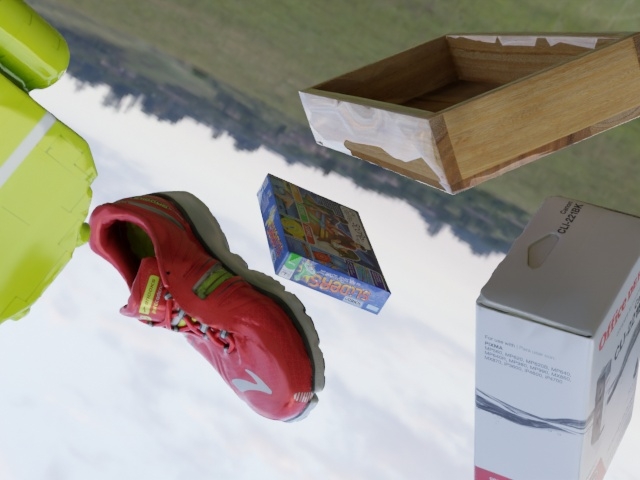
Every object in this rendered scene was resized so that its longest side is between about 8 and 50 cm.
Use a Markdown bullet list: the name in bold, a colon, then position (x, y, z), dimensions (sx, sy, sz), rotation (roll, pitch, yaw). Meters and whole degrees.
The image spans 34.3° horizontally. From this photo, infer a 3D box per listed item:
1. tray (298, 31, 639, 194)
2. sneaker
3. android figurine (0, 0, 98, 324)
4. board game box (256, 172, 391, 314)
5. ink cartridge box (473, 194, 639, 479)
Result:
- **tray**: position (0.132, -0.141, 1.033), dimensions (0.411, 0.202, 0.076), rotation (-146, 35, -71)
- **sneaker**: position (-0.110, 0.060, 0.889), dimensions (0.118, 0.107, 0.279), rotation (-5, -141, -48)
- **android figurine**: position (-0.240, -0.037, 0.591), dimensions (0.056, 0.248, 0.273), rotation (34, 176, 41)
- **board game box**: position (0.000, 0.000, 1.233), dimensions (0.136, 0.035, 0.201), rotation (23, -157, -20)
- **ink cartridge box**: position (0.240, 0.123, 1.026), dimensions (0.114, 0.273, 0.197), rotation (15, -139, 28)
